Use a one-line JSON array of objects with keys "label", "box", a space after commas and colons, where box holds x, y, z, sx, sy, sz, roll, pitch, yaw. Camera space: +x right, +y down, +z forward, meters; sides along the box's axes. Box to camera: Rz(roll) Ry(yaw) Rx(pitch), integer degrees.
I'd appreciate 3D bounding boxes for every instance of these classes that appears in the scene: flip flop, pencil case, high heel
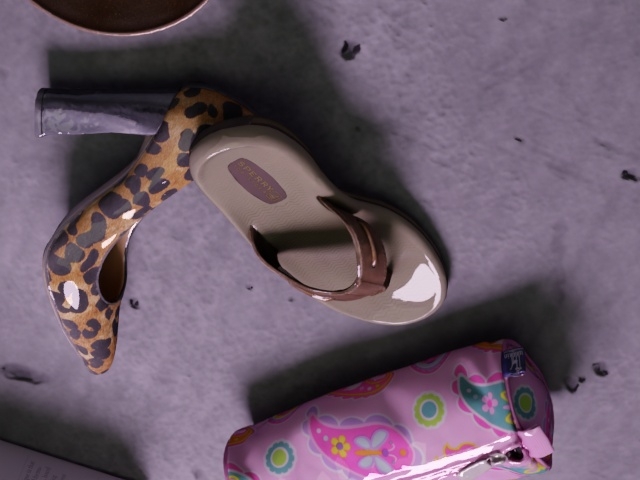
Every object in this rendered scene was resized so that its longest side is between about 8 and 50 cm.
[{"label": "flip flop", "box": [0.000, 0.000, 1.580, 0.112, 0.080, 0.277, -31, 134, 19]}, {"label": "pencil case", "box": [0.062, 0.176, 1.683, 0.284, 0.124, 0.124, -19, 116, 18]}, {"label": "high heel", "box": [-0.129, -0.003, 1.616, 0.186, 0.093, 0.261, 1, 115, 9]}]

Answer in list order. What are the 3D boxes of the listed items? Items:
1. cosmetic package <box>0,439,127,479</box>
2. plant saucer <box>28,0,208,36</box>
[{"label": "cosmetic package", "box": [-0.269, 0.290, 1.771, 0.184, 0.151, 0.151, 17, 120, -3]}, {"label": "plant saucer", "box": [-0.157, -0.251, 1.506, 0.198, 0.036, 0.198, 3, 120, 5]}]
